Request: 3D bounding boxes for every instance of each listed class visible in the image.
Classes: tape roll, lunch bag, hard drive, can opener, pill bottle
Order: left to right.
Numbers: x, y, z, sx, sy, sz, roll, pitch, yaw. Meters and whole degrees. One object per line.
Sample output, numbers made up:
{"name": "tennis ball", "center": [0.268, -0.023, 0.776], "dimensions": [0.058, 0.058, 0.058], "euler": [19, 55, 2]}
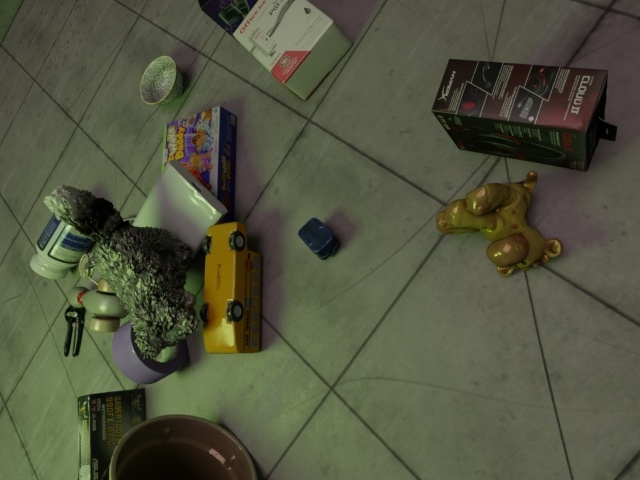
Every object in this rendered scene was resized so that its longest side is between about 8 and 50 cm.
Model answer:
{"name": "pill bottle", "center": [-0.889, -0.002, 1.575], "dimensions": [0.153, 0.153, 0.264], "euler": [43, 101, 30]}
{"name": "can opener", "center": [-0.849, 0.308, 1.552], "dimensions": [0.059, 0.073, 0.185], "euler": [-2, 79, -10]}
{"name": "tape roll", "center": [-0.470, 0.294, 1.248], "dimensions": [0.080, 0.189, 0.188], "euler": [-31, 66, 21]}
{"name": "hard drive", "center": [-0.412, -0.053, 1.277], "dimensions": [0.203, 0.040, 0.307], "euler": [45, 123, 1]}
{"name": "lunch bag", "center": [0.000, 0.000, 1.111], "dimensions": [0.067, 0.065, 0.098], "euler": [-42, 60, -1]}

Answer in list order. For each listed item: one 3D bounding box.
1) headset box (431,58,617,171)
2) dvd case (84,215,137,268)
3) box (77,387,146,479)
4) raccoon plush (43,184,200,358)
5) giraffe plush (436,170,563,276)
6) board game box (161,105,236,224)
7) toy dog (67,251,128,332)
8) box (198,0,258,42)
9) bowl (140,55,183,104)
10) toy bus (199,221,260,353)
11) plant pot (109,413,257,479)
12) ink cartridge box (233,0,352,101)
{"name": "headset box", "center": [0.390, -0.231, 0.844], "dimensions": [0.293, 0.218, 0.110], "euler": [19, 91, 31]}
{"name": "dvd case", "center": [-0.622, -0.002, 1.422], "dimensions": [0.165, 0.018, 0.221], "euler": [-6, 42, 24]}
{"name": "box", "center": [-0.580, 0.544, 1.262], "dimensions": [0.056, 0.183, 0.230], "euler": [-19, 70, 27]}
{"name": "raccoon plush", "center": [-0.488, 0.101, 1.102], "dimensions": [0.216, 0.447, 0.299], "euler": [-44, 41, 15]}
{"name": "giraffe plush", "center": [0.356, -0.017, 0.873], "dimensions": [0.211, 0.181, 0.170], "euler": [-18, 79, -11]}
{"name": "board game box", "center": [-0.372, -0.206, 1.362], "dimensions": [0.234, 0.078, 0.346], "euler": [-8, 75, 28]}
{"name": "toy dog", "center": [-0.673, 0.192, 1.437], "dimensions": [0.334, 0.161, 0.220], "euler": [31, 99, 46]}
{"name": "box", "center": [-0.205, -0.734, 1.317], "dimensions": [0.261, 0.184, 0.103], "euler": [-27, 69, 23]}
{"name": "bowl", "center": [-0.517, -0.522, 1.513], "dimensions": [0.170, 0.080, 0.170], "euler": [-7, 76, 30]}
{"name": "toy bus", "center": [-0.229, 0.125, 1.178], "dimensions": [0.108, 0.130, 0.332], "euler": [-8, 76, 30]}
{"name": "plant pot", "center": [-0.360, 0.647, 1.057], "dimensions": [0.334, 0.334, 0.305], "euler": [36, 109, 31]}
{"name": "ink cartridge box", "center": [-0.085, -0.557, 1.248], "dimensions": [0.207, 0.117, 0.283], "euler": [-48, 61, 13]}
